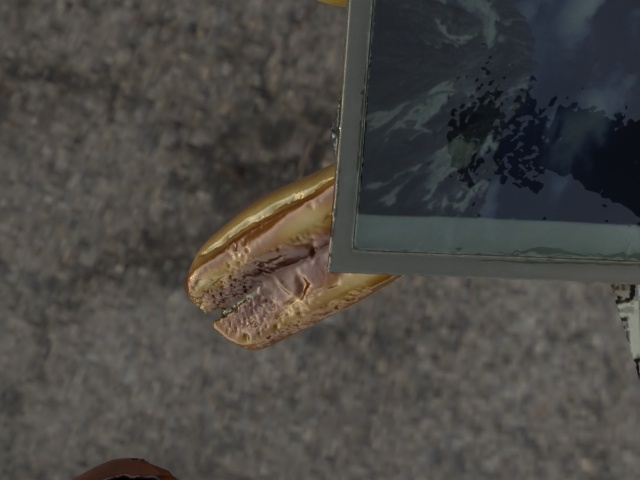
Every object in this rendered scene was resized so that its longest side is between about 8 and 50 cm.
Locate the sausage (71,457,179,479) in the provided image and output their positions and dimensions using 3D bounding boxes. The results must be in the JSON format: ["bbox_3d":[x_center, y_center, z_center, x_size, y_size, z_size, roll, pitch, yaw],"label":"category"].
[{"bbox_3d":[-0.170,0.229,0.777,0.330,0.102,0.102,-47,114,-6],"label":"sausage"}]

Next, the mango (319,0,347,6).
[{"bbox_3d":[0.128,-0.333,1.501,0.365,0.253,0.182,-43,116,7],"label":"mango"}]

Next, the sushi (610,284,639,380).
[{"bbox_3d":[0.464,0.012,1.806,0.339,0.320,0.069,-30,149,26],"label":"sushi"}]

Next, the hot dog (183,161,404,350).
[{"bbox_3d":[0.000,0.000,1.245,0.249,0.068,0.100,-29,108,37],"label":"hot dog"}]

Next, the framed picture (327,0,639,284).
[{"bbox_3d":[0.112,-0.109,0.978,0.209,0.019,0.281,1,110,-4],"label":"framed picture"}]
